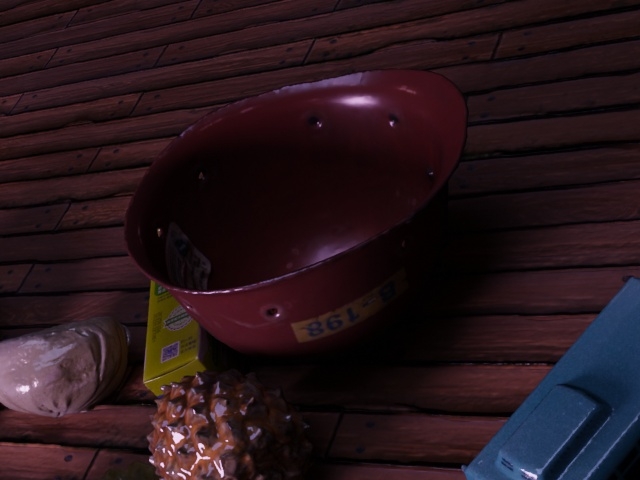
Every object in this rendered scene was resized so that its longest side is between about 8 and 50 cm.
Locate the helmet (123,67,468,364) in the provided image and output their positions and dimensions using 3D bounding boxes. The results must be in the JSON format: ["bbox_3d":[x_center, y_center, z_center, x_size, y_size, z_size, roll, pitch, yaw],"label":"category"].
[{"bbox_3d":[0.000,0.000,1.332,0.385,0.230,0.337,-28,38,-9],"label":"helmet"}]

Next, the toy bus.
[{"bbox_3d":[0.246,0.166,1.024,0.256,0.147,0.128,-45,36,-15],"label":"toy bus"}]

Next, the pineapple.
[{"bbox_3d":[-0.101,0.201,1.247,0.166,0.166,0.193,-45,43,-13],"label":"pineapple"}]

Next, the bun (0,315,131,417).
[{"bbox_3d":[-0.316,0.161,1.492,0.173,0.113,0.166,-15,-1,41],"label":"bun"}]

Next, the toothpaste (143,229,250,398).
[{"bbox_3d":[-0.145,0.076,1.459,0.077,0.110,0.327,-26,37,16],"label":"toothpaste"}]

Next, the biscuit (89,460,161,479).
[{"bbox_3d":[-0.209,0.316,1.302,0.273,0.036,0.187,0,49,38],"label":"biscuit"}]
